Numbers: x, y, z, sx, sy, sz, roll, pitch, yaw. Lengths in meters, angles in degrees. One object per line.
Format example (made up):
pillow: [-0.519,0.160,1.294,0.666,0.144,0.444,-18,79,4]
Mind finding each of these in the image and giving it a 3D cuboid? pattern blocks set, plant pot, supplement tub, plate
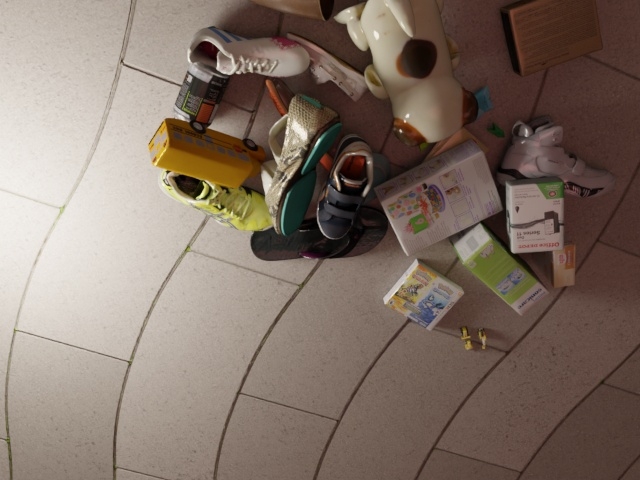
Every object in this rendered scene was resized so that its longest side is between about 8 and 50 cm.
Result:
pattern blocks set: [0.401,-0.250,1.831,0.325,0.026,0.285,-40,124,16]
plant pot: [-0.093,-0.681,1.558,0.230,0.215,0.215,5,115,12]
supplement tub: [-0.343,-0.400,1.706,0.117,0.117,0.190,24,112,-13]
plate: [0.139,-0.178,1.834,0.188,0.024,0.188,-18,134,-19]

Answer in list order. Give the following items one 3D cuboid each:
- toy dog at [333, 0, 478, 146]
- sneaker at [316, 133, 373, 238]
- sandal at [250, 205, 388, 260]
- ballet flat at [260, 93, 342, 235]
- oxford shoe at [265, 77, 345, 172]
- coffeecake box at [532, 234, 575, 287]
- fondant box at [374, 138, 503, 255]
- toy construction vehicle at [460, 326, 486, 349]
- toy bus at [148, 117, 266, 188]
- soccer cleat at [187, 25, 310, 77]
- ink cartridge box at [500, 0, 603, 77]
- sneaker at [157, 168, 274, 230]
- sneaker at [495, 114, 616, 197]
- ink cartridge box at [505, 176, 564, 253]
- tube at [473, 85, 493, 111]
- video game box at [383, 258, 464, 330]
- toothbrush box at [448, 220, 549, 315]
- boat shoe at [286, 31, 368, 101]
toy dog: [0.261,-0.456,1.570,0.284,0.395,0.408,-25,107,-4]
sneaker: [0.068,-0.137,1.733,0.126,0.127,0.321,6,113,-14]
sandal: [-0.001,0.002,1.911,0.445,0.107,0.167,-10,114,3]
ballet flat: [-0.081,-0.218,1.700,0.182,0.164,0.483,41,142,13]
oxford shoe: [-0.017,-0.346,1.751,0.133,0.130,0.364,-39,120,8]
coffeecake box: [0.740,0.042,1.919,0.068,0.185,0.142,-9,115,2]
fondant box: [0.361,-0.126,1.834,0.330,0.096,0.238,-27,127,6]
toy construction vehicle: [0.543,0.348,2.134,0.086,0.035,0.098,-11,115,3]
toy bus: [-0.307,-0.239,1.700,0.332,0.130,0.108,13,132,-40]
soccer cleat: [-0.198,-0.486,1.622,0.331,0.143,0.116,13,135,8]
ink cartridge box: [0.641,-0.590,1.678,0.234,0.088,0.193,-18,116,5]
sneaker: [-0.304,-0.117,1.807,0.384,0.147,0.145,18,94,-12]
sneaker: [0.725,-0.251,1.809,0.366,0.137,0.210,5,117,-1]
ink cartridge box: [0.629,-0.074,1.771,0.153,0.087,0.208,-5,106,9]
tube: [0.412,-0.375,1.790,0.207,0.052,0.080,-27,136,7]
video game box: [0.350,0.188,2.047,0.205,0.048,0.187,31,107,-16]
toothbrush box: [0.560,0.073,1.915,0.283,0.206,0.122,38,108,-18]
boat shoe: [0.011,-0.481,1.694,0.277,0.098,0.096,29,109,-16]
